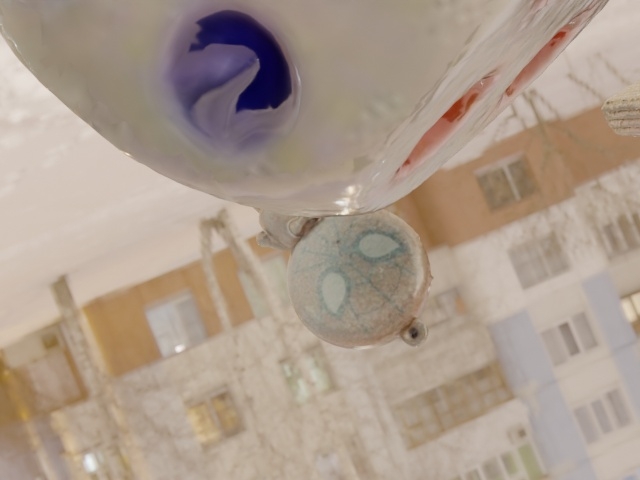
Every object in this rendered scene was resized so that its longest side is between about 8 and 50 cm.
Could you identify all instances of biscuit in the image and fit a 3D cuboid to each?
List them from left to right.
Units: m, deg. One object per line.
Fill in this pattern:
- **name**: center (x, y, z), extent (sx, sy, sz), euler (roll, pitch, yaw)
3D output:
- **biscuit**: center (0.451, -0.183, 1.539), extent (0.108, 0.062, 0.239), euler (-32, -172, -2)

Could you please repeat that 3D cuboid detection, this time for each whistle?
- **whistle**: center (0.000, 0.000, 0.891), extent (0.107, 0.220, 0.057), euler (-45, 166, -2)

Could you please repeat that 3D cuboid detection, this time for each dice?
- **dice**: center (0.016, -0.172, 0.518), extent (0.251, 0.243, 0.259), euler (-52, 173, 39)
